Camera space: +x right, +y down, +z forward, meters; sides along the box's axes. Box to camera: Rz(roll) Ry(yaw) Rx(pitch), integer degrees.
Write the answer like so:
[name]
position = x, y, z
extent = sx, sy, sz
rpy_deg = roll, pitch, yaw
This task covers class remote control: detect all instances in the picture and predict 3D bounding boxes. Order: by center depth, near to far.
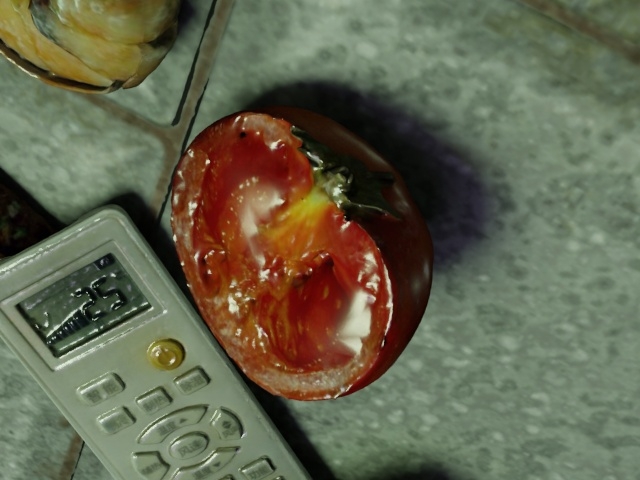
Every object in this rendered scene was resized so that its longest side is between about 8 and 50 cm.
[remote control]
position = -0.098, 0.111, 0.829
extent = 0.109, 0.055, 0.313
rpy_deg = -27, 119, 7

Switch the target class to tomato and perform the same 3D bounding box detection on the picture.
[tomato]
position = 0.000, 0.000, 0.659
extent = 0.159, 0.091, 0.139
rpy_deg = 50, 129, 16

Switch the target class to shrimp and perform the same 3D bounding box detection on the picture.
[shrimp]
position = -0.129, -0.185, 0.570
extent = 0.178, 0.075, 0.289
rpy_deg = 30, 150, 2

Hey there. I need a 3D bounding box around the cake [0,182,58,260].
[cake]
position = -0.277, -0.053, 0.783
extent = 0.246, 0.135, 0.112
rpy_deg = 14, 154, -31
